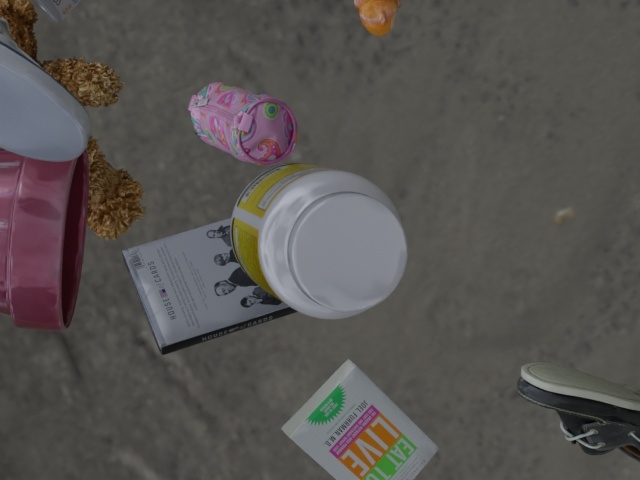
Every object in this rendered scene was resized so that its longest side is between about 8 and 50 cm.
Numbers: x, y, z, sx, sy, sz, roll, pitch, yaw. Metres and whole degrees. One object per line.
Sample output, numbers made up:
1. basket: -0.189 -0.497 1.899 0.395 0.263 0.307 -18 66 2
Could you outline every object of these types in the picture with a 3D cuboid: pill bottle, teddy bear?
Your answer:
1. pill bottle: 0.000 0.000 1.949 0.334 0.188 0.188 -155 47 -76
2. teddy bear: -0.343 -0.123 1.791 0.245 0.113 0.338 -1 120 12

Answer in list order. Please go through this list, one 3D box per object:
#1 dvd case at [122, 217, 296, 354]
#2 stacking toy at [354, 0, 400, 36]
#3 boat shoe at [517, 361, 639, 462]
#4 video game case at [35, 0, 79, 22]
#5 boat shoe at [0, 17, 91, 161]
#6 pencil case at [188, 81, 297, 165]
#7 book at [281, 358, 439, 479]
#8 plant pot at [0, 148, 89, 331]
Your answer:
1. dvd case: -0.146 0.054 2.196 0.030 0.238 0.179 93 156 -55
2. stacking toy: 0.050 -0.350 1.612 0.175 0.165 0.302 -100 -1 -55
3. boat shoe: 0.274 0.174 1.487 0.084 0.233 0.079 31 98 49
4. video game case: -0.214 -0.312 1.496 0.023 0.201 0.183 40 178 4
5. boat shoe: -0.297 -0.165 1.279 0.258 0.084 0.095 35 133 -17
6. pencil case: -0.139 -0.205 2.644 0.284 0.124 0.124 -151 46 -64
7. book: 0.041 0.196 1.516 0.144 0.096 0.035 45 177 -29
8. plant pot: -0.341 -0.012 1.570 0.201 0.180 0.201 -174 90 -88
